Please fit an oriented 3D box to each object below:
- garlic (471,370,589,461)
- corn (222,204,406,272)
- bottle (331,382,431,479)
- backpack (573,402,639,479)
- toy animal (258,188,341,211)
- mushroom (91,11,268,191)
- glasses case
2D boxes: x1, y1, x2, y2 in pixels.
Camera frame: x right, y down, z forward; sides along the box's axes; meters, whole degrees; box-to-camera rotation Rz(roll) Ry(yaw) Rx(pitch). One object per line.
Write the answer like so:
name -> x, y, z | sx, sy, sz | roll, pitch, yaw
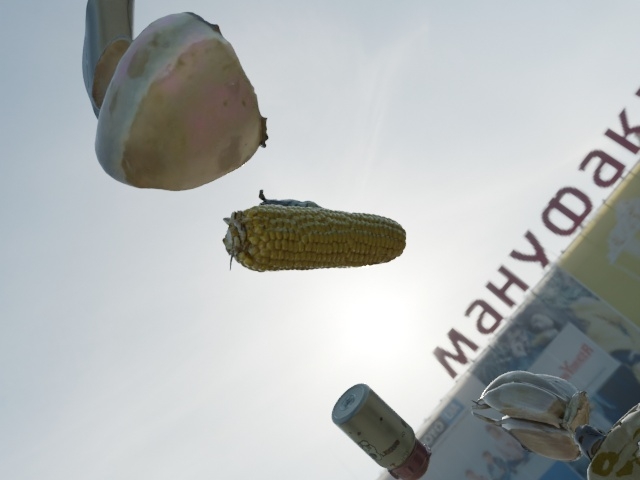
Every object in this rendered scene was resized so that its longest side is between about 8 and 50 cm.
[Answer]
garlic -> 0.510, 0.416, 1.506 | 0.237, 0.292, 0.210 | 6, -96, -34
corn -> 0.000, 0.000, 1.014 | 0.305, 0.106, 0.106 | 2, -50, -26
bottle -> 0.135, 0.412, 1.347 | 0.110, 0.233, 0.110 | -41, 15, 13
backpack -> 0.619, 0.406, 1.095 | 0.201, 0.353, 0.378 | 16, -75, -10
toy animal -> -0.022, -0.031, 1.318 | 0.176, 0.217, 0.073 | 4, -56, -37
mushroom -> -0.208, -0.180, 0.797 | 0.173, 0.236, 0.162 | -48, -21, -37
glasses case -> -0.360, -0.305, 1.092 | 0.083, 0.128, 0.308 | -6, -83, -35
